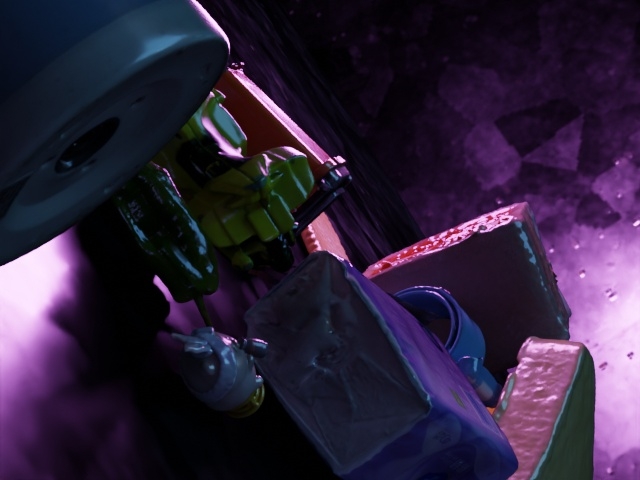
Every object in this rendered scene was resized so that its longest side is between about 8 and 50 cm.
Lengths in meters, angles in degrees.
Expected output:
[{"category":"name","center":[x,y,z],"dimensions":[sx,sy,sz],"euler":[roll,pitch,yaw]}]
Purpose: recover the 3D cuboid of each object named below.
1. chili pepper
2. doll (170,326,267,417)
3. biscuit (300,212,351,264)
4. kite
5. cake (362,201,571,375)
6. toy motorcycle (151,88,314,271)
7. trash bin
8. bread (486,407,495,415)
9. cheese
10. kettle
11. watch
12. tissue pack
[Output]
[{"category":"chili pepper","center":[-0.144,0.011,1.355],"dimensions":[0.204,0.072,0.073],"euler":[58,19,-3]},{"category":"doll","center":[-0.088,0.114,1.240],"dimensions":[0.073,0.084,0.127],"euler":[62,4,38]},{"category":"biscuit","center":[-0.001,0.001,2.219],"dimensions":[0.160,0.030,0.250],"euler":[45,14,-45]},{"category":"kite","center":[0.030,0.071,1.717],"dimensions":[0.245,0.015,0.141],"euler":[19,-20,-19]},{"category":"cake","center":[0.235,0.099,2.171],"dimensions":[0.230,0.308,0.237],"euler":[65,12,-1]},{"category":"toy motorcycle","center":[-0.131,-0.096,1.501],"dimensions":[0.342,0.142,0.206],"euler":[41,-11,50]},{"category":"trash bin","center":[-0.087,-0.119,1.871],"dimensions":[0.239,0.161,0.184],"euler":[48,9,0]},{"category":"bread","center":[0.288,0.315,2.412],"dimensions":[0.142,0.091,0.305],"euler":[46,12,-21]},{"category":"cheese","center":[0.296,0.350,1.896],"dimensions":[0.384,0.104,0.384],"euler":[-17,109,-61]},{"category":"kettle","center":[-0.282,-0.170,0.914],"dimensions":[0.342,0.247,0.319],"euler":[48,35,4]},{"category":"watch","center":[0.161,0.168,1.972],"dimensions":[0.211,0.211,0.193],"euler":[46,32,-45]},{"category":"tissue pack","center":[0.073,0.183,1.573],"dimensions":[0.242,0.160,0.338],"euler":[55,9,32]}]
